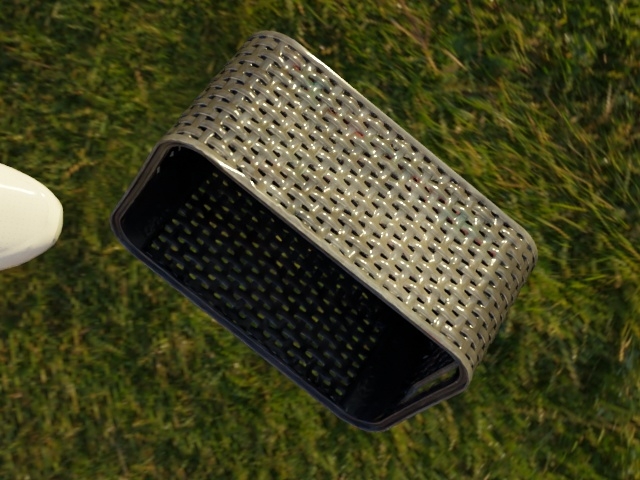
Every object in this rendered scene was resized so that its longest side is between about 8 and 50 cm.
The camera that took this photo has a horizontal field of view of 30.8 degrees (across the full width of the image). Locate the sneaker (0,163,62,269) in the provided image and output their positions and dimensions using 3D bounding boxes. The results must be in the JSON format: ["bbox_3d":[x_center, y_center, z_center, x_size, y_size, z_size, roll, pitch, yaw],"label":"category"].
[{"bbox_3d":[-0.181,-0.018,0.477,0.152,0.061,0.053,11,83,-20],"label":"sneaker"}]

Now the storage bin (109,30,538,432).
[{"bbox_3d":[0.000,0.000,0.577,0.180,0.122,0.084,38,57,-6],"label":"storage bin"}]
